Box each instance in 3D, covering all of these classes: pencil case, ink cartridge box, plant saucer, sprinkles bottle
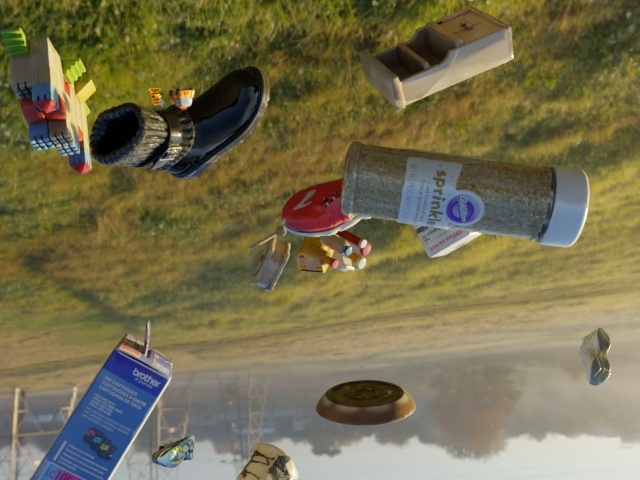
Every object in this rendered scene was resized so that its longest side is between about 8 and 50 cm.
[{"bbox_3d":[-0.205,0.718,1.499,0.183,0.160,0.410,-26,-166,36],"label":"pencil case"},{"bbox_3d":[0.340,-0.075,1.654,0.087,0.208,0.153,-8,158,-48],"label":"ink cartridge box"},{"bbox_3d":[0.138,0.491,1.795,0.311,0.050,0.310,-2,-175,0],"label":"plant saucer"},{"bbox_3d":[-0.477,0.380,1.354,0.151,0.395,0.270,34,170,-10],"label":"ink cartridge box"},{"bbox_3d":[0.213,-0.073,0.895,0.355,0.121,0.121,8,166,7],"label":"sprinkles bottle"}]

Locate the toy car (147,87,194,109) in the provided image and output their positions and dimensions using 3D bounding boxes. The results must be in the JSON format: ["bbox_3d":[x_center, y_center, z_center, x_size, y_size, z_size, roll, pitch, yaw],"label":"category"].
[{"bbox_3d":[-0.295,-0.271,1.119,0.060,0.040,0.122,2,-165,35],"label":"toy car"}]

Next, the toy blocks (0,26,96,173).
[{"bbox_3d":[-0.727,-0.347,1.580,0.191,0.261,0.381,-11,160,-7],"label":"toy blocks"}]

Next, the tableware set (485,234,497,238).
[{"bbox_3d":[0.609,-0.084,1.998,0.020,0.168,0.141,17,-163,-2],"label":"tableware set"}]

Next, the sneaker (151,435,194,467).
[{"bbox_3d":[-0.388,0.559,1.547,0.078,0.067,0.188,2,172,11],"label":"sneaker"}]

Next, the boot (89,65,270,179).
[{"bbox_3d":[-0.292,-0.261,1.231,0.348,0.131,0.260,-42,155,20],"label":"boot"}]

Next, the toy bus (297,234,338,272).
[{"bbox_3d":[0.000,0.000,2.416,0.108,0.332,0.130,3,129,16],"label":"toy bus"}]

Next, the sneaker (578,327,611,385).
[{"bbox_3d":[0.628,0.273,1.335,0.054,0.152,0.061,38,140,-8],"label":"sneaker"}]

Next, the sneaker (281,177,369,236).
[{"bbox_3d":[0.056,-0.089,1.064,0.279,0.107,0.118,-15,160,3],"label":"sneaker"}]

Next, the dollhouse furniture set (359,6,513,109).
[{"bbox_3d":[0.182,-0.488,1.060,0.256,0.362,0.394,-24,129,-3],"label":"dollhouse furniture set"}]

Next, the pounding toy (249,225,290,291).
[{"bbox_3d":[-0.211,0.052,2.211,0.155,0.269,0.154,25,-171,-14],"label":"pounding toy"}]

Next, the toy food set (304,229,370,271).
[{"bbox_3d":[0.076,0.035,1.574,0.104,0.111,0.232,30,-174,40],"label":"toy food set"}]
